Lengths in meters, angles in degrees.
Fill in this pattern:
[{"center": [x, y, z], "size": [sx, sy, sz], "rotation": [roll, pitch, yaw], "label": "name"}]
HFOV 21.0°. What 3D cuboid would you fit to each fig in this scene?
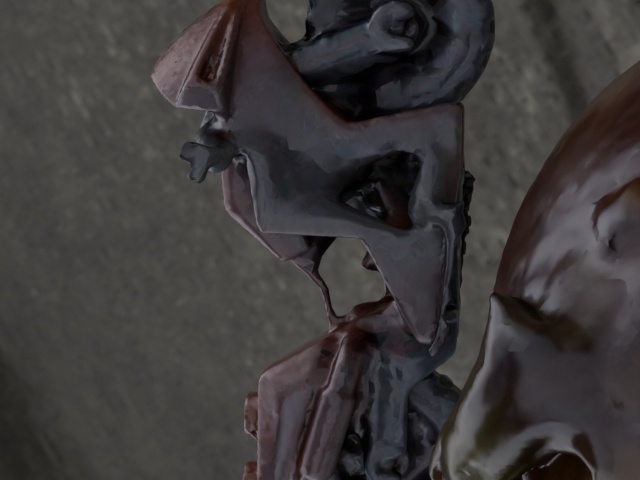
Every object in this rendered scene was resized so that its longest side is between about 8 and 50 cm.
[{"center": [0.122, 0.032, 0.446], "size": [0.205, 0.205, 0.205], "rotation": [49, 160, 25], "label": "fig"}]

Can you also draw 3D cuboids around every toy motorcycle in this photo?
[{"center": [0.000, 0.000, 0.601], "size": [0.084, 0.118, 0.213], "rotation": [-52, -38, -83], "label": "toy motorcycle"}]
